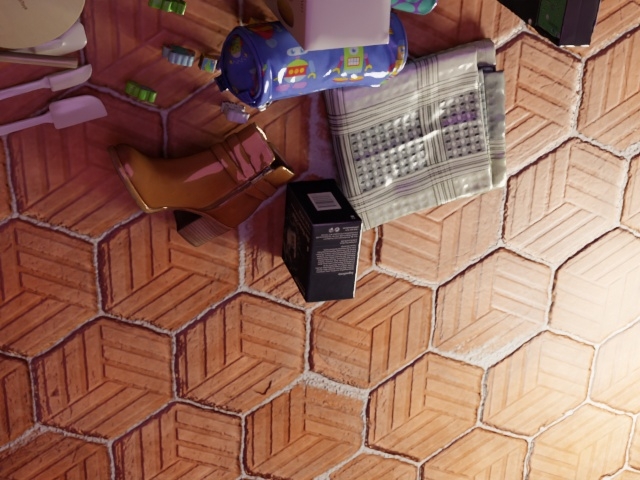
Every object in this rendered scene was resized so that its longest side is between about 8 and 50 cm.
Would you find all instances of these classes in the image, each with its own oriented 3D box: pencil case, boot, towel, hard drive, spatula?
[{"bbox_3d":[0.113,-0.411,2.020,0.152,0.064,0.070,7,132,-25],"label":"pencil case"},{"bbox_3d":[-0.010,-0.287,1.968,0.306,0.119,0.133,-15,107,-32],"label":"pencil case"},{"bbox_3d":[-0.189,-0.118,2.036,0.220,0.109,0.283,-34,131,13],"label":"boot"},{"bbox_3d":[0.179,-0.177,2.192,0.324,0.056,0.312,-18,124,-11],"label":"towel"},{"bbox_3d":[0.330,-0.462,1.906,0.064,0.339,0.236,-4,120,-18],"label":"hard drive"},{"bbox_3d":[-0.467,-0.237,1.934,0.242,0.019,0.168,-15,125,-8],"label":"spatula"}]

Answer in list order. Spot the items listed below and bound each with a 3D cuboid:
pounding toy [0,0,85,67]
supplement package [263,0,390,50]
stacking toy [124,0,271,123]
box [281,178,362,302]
[{"bbox_3d":[-0.443,-0.364,1.827,0.183,0.110,0.237,-8,142,-20],"label":"pounding toy"},{"bbox_3d":[0.003,-0.394,1.879,0.134,0.244,0.139,-8,121,-17],"label":"supplement package"},{"bbox_3d":[-0.188,-0.289,1.991,0.221,0.052,0.167,11,113,-24],"label":"stacking toy"},{"bbox_3d":[0.000,0.000,2.166,0.093,0.156,0.158,-6,121,-17],"label":"box"}]
